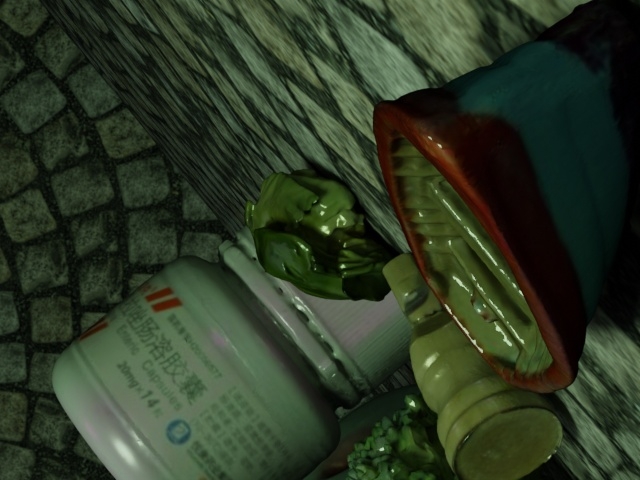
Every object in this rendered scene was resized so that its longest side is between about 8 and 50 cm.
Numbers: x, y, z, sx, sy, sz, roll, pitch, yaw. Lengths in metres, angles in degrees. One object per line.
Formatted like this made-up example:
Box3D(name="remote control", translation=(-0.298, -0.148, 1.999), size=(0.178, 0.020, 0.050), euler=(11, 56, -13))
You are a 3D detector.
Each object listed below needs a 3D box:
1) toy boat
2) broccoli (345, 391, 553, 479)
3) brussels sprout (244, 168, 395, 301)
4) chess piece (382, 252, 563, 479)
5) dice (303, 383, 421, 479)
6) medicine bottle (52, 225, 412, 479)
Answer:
Box3D(name="toy boat", translation=(0.079, -0.007, 0.586), size=(0.136, 0.079, 0.392), euler=(51, 176, 14))
Box3D(name="broccoli", translation=(0.152, 0.328, 1.220), size=(0.317, 0.338, 0.277), euler=(26, -165, 21))
Box3D(name="brussels sprout", translation=(-0.002, 0.002, 1.224), size=(0.139, 0.100, 0.181), euler=(36, 165, -30))
Box3D(name="chess piece", translation=(0.106, 0.095, 1.084), size=(0.090, 0.090, 0.200), euler=(56, -177, -43))
Box3D(name="dice", translation=(0.111, 0.363, 1.750), size=(0.262, 0.264, 0.268), euler=(51, 173, -11))
Box3D(name="medicine bottle", translation=(-0.076, 0.123, 1.386), size=(0.256, 0.325, 0.256), euler=(50, 176, 5))
